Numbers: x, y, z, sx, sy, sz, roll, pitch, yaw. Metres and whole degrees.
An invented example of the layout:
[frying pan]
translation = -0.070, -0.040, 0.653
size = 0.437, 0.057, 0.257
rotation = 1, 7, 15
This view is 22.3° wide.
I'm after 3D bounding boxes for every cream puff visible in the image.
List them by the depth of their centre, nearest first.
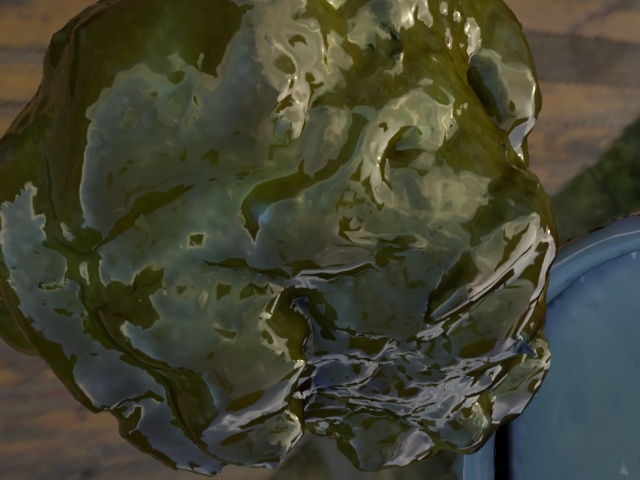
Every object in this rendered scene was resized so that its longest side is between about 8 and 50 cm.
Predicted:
[cream puff]
translation = 0.000, 0.000, 0.364
size = 0.146, 0.116, 0.146
rotation = -41, 170, -8

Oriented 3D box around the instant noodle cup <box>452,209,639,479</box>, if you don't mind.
[instant noodle cup]
translation = 0.240, 0.101, 0.761
size = 0.266, 0.340, 0.340
rotation = -11, 150, -49
